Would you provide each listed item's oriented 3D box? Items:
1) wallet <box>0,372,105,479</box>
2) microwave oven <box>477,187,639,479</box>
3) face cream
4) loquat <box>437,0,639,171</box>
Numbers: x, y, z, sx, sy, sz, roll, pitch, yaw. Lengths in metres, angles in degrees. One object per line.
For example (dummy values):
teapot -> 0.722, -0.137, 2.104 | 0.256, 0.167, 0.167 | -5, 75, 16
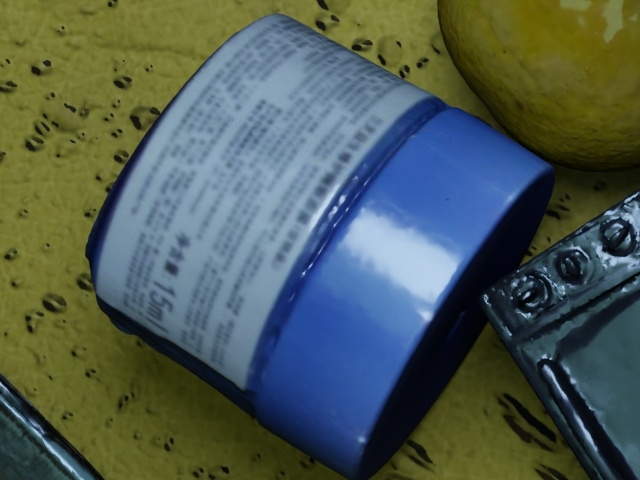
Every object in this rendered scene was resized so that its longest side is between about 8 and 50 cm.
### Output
wallet -> -0.312, 0.248, 1.402 | 0.169, 0.044, 0.317 | 45, 101, 6
microwave oven -> 0.242, 0.084, 1.199 | 0.178, 0.188, 0.247 | -34, 82, 10
face cream -> 0.000, 0.000, 1.226 | 0.225, 0.249, 0.249 | 34, 97, 12
loquat -> 0.179, -0.151, 1.210 | 0.208, 0.208, 0.208 | 0, 89, 13
